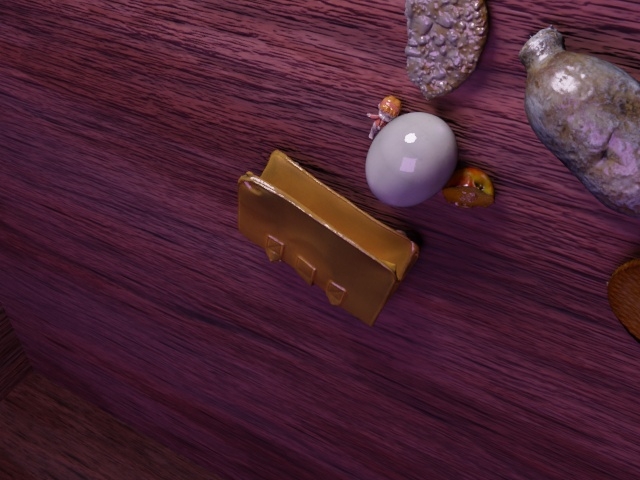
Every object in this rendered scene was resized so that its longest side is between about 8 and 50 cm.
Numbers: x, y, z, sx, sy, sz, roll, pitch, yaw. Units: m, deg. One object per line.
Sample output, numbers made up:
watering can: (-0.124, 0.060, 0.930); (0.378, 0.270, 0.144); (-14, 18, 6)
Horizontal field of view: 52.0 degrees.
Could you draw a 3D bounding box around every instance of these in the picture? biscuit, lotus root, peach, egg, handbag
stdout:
biscuit: (0.620, 0.136, 1.080); (0.305, 0.038, 0.305); (40, 161, 16)
biscuit: (0.198, -0.351, 1.039); (0.141, 0.038, 0.290); (14, 135, 27)
lotus root: (0.413, -0.158, 0.948); (0.349, 0.175, 0.175); (43, 140, 3)
peach: (0.271, -0.098, 1.192); (0.098, 0.061, 0.098); (16, 164, 5)
egg: (0.157, -0.139, 1.173); (0.151, 0.151, 0.209); (42, 147, -1)
handbag: (0.000, 0.000, 1.444); (0.401, 0.133, 0.283); (33, 144, 9)

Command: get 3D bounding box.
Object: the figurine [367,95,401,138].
figurine: (0.117, -0.224, 1.212); (0.064, 0.047, 0.109); (30, 148, 2)
